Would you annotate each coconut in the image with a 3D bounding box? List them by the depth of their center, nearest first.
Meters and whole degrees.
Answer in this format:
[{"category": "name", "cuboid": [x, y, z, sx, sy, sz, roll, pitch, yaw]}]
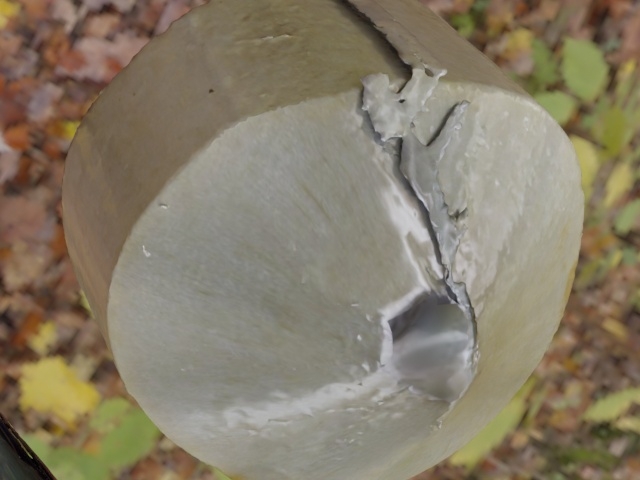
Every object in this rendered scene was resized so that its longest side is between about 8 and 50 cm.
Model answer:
[{"category": "coconut", "cuboid": [0.000, 0.000, 1.047, 0.323, 0.323, 0.323, -34, 139, -36]}]

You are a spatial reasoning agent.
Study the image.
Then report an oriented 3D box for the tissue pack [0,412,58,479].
[{"category": "tissue pack", "cuboid": [-0.193, 0.175, 0.693, 0.245, 0.332, 0.123, -31, 156, -27]}]
